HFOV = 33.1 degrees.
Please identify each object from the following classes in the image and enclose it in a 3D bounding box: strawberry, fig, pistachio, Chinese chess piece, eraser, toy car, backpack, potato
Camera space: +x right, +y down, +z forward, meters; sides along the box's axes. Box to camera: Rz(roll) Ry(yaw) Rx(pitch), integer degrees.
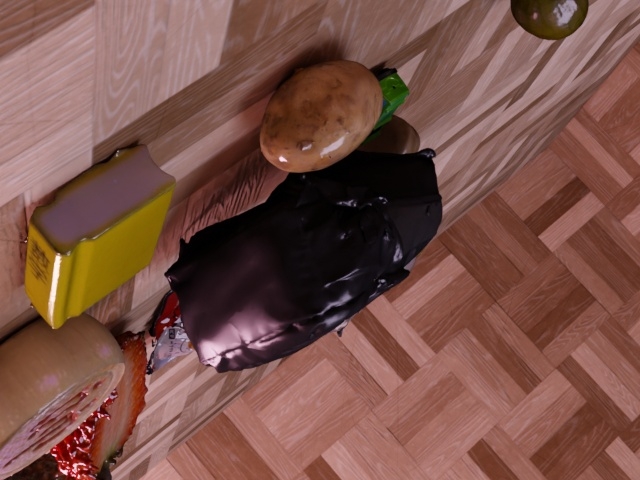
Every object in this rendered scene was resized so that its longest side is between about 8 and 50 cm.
[{"bbox_3d":[-0.372,0.250,1.788,0.233,0.137,0.306,-62,167,-60],"label":"strawberry"},{"bbox_3d":[0.350,-0.404,1.755,0.185,0.133,0.126,18,147,-35],"label":"fig"},{"bbox_3d":[0.091,-0.143,1.807,0.108,0.126,0.185,18,144,-33],"label":"pistachio"},{"bbox_3d":[-0.395,0.211,1.476,0.270,0.112,0.270,-42,171,-8],"label":"Chinese chess piece"},{"bbox_3d":[-0.253,-0.001,1.209,0.158,0.069,0.226,-35,168,-29],"label":"eraser"},{"bbox_3d":[0.070,-0.193,1.654,0.071,0.062,0.165,-34,168,-43],"label":"toy car"},{"bbox_3d":[0.000,0.000,1.592,0.363,0.255,0.445,-28,179,41],"label":"backpack"},{"bbox_3d":[0.006,-0.167,1.375,0.235,0.128,0.161,-39,-172,-39],"label":"potato"}]

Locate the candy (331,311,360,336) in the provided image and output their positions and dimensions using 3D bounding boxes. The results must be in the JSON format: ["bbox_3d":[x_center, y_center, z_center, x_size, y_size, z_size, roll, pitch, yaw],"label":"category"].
[{"bbox_3d":[0.014,0.097,2.351,0.185,0.195,0.137,-49,171,17],"label":"candy"}]

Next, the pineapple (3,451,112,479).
[{"bbox_3d":[-0.531,0.464,1.992,0.175,0.175,0.361,-43,156,7],"label":"pineapple"}]

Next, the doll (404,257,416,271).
[{"bbox_3d":[0.128,-0.016,2.240,0.251,0.221,0.221,-33,167,-42],"label":"doll"}]

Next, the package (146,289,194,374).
[{"bbox_3d":[-0.236,0.139,1.946,0.194,0.071,0.269,-36,156,-42],"label":"package"}]

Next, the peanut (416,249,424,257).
[{"bbox_3d":[0.141,0.001,2.475,0.340,0.174,0.158,-45,168,34],"label":"peanut"}]
